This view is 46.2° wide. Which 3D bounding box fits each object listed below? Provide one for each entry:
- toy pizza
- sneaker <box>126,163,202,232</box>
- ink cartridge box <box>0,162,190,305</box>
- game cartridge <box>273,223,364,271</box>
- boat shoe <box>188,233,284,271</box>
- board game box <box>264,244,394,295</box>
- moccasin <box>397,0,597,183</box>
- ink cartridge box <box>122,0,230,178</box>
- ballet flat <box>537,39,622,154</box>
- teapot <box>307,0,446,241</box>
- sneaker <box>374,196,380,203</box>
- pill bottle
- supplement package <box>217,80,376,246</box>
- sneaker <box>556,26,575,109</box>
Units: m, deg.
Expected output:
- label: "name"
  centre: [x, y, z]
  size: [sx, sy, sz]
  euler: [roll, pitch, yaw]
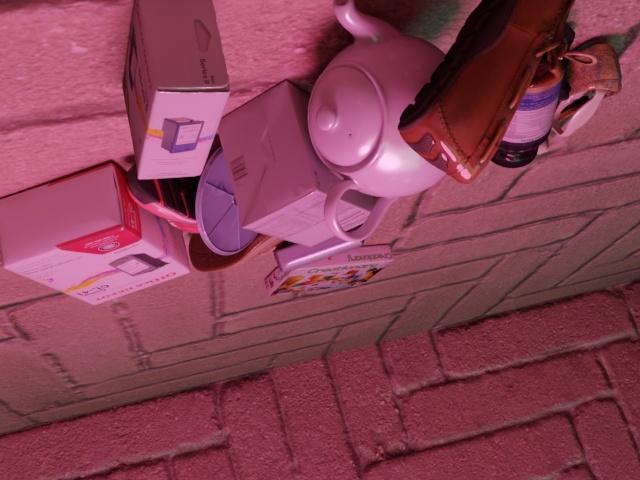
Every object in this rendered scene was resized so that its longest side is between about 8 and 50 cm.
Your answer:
- label: "toy pizza"
  centre: [-0.154, -0.075, 1.295]
  size: [0.032, 0.201, 0.201]
  euler: [12, 176, 30]
- label: "sneaker"
  centre: [-0.241, -0.057, 1.349]
  size: [0.136, 0.116, 0.313]
  euler: [-25, 159, 29]
- label: "ink cartridge box"
  centre: [-0.398, 0.000, 1.357]
  size: [0.226, 0.131, 0.306]
  euler: [-19, 159, 7]
- label: "game cartridge"
  centre: [0.000, 0.000, 1.619]
  size: [0.198, 0.062, 0.297]
  euler: [-23, -175, 9]
- label: "boat shoe"
  centre: [-0.124, -0.021, 1.527]
  size: [0.341, 0.122, 0.110]
  euler: [-24, 164, 30]
- label: "board game box"
  centre: [0.023, 0.080, 2.034]
  size: [0.305, 0.053, 0.193]
  euler: [-5, 157, -30]
- label: "moccasin"
  centre: [0.256, -0.239, 0.963]
  size: [0.147, 0.380, 0.139]
  euler: [39, 159, -14]
- label: "ink cartridge box"
  centre: [-0.188, -0.194, 0.946]
  size: [0.093, 0.154, 0.212]
  euler: [-6, 159, -24]
- label: "ballet flat"
  centre: [0.417, -0.228, 1.401]
  size: [0.123, 0.123, 0.348]
  euler: [-3, 157, -33]
- label: "teapot"
  centre: [0.069, -0.169, 1.064]
  size: [0.187, 0.256, 0.252]
  euler: [-13, 156, -43]
- label: "sneaker"
  centre: [0.073, -0.085, 1.467]
  size: [0.086, 0.064, 0.192]
  euler: [-15, 170, 3]
- label: "pill bottle"
  centre: [0.328, -0.226, 1.242]
  size: [0.122, 0.123, 0.219]
  euler: [-14, 145, -5]
- label: "supplement package"
  centre: [-0.035, -0.115, 1.227]
  size: [0.149, 0.194, 0.203]
  euler: [-25, 159, 26]
- label: "sneaker"
  centre: [0.399, -0.274, 1.272]
  size: [0.051, 0.089, 0.170]
  euler: [-26, 164, -27]
